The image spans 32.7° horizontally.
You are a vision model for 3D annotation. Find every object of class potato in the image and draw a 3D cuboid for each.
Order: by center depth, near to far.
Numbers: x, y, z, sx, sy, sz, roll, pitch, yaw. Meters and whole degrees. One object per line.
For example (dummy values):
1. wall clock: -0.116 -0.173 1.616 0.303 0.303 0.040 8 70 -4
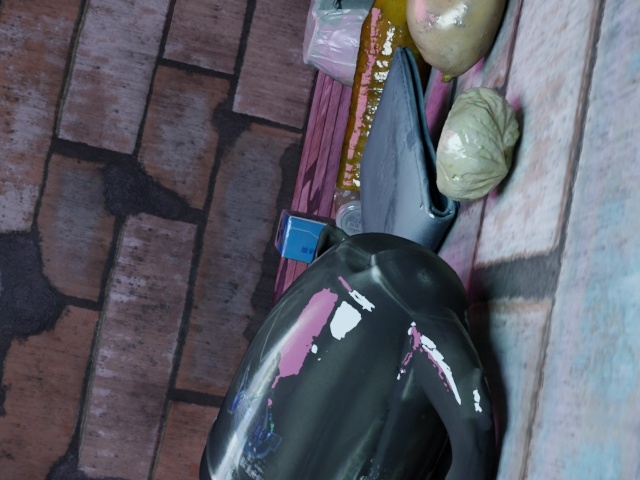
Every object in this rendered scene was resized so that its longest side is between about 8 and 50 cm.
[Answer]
1. potato: 0.154 -0.263 1.232 0.112 0.112 0.147 -116 45 -79

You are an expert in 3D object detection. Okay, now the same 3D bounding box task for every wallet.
1. wallet: 0.100 -0.065 1.392 0.251 0.054 0.290 111 161 -52

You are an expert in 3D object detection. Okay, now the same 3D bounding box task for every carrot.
1. carrot: 0.098 -0.216 1.595 0.114 0.114 0.301 -104 23 -75

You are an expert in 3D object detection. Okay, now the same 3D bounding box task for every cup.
1. cup: 0.072 -0.059 1.748 0.099 0.102 0.074 -90 -25 -55

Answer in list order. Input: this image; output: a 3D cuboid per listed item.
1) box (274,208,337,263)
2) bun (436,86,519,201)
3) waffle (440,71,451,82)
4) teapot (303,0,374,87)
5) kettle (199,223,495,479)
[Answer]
1. box: 0.000 -0.001 1.859 0.194 0.139 0.073 -132 55 -82
2. bun: 0.155 -0.091 1.059 0.115 0.069 0.115 18 -90 -77
3. waffle: 0.172 -0.246 1.418 0.085 0.016 0.078 -168 86 -84
4. teapot: 0.058 -0.354 1.855 0.221 0.178 0.163 127 154 -72
5. kettle: 0.047 0.164 1.027 0.321 0.228 0.324 57 136 43
